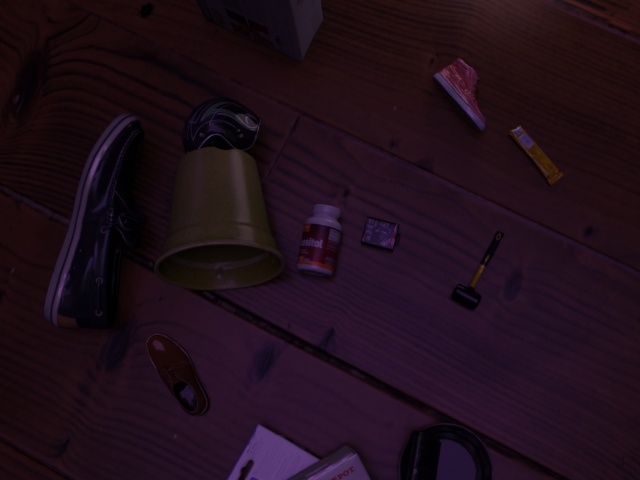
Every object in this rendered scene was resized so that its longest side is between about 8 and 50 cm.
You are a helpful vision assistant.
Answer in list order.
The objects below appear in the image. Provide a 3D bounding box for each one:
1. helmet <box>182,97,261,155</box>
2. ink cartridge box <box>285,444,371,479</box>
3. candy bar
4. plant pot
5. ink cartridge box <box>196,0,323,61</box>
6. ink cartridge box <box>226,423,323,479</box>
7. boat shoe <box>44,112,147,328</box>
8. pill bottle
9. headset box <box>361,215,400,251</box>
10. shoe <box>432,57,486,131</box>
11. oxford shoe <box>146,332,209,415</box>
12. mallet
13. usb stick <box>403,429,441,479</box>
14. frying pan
[{"bbox_3d":[-0.229,-0.242,1.741,0.162,0.169,0.169,18,80,-9],"label":"helmet"},{"bbox_3d":[0.044,0.565,1.562,0.172,0.100,0.237,-28,91,-10],"label":"ink cartridge box"},{"bbox_3d":[0.491,-0.198,1.755,0.040,0.018,0.161,-36,78,-7],"label":"candy bar"},{"bbox_3d":[-0.221,-0.055,1.671,0.276,0.276,0.253,-6,67,3],"label":"plant pot"},{"bbox_3d":[-0.149,-0.568,1.723,0.272,0.309,0.130,24,81,8],"label":"ink cartridge box"},{"bbox_3d":[-0.093,0.530,1.638,0.208,0.045,0.206,30,82,7],"label":"ink cartridge box"},{"bbox_3d":[-0.467,-0.035,1.712,0.156,0.187,0.500,15,85,2],"label":"boat shoe"},{"bbox_3d":[0.000,0.000,1.716,0.086,0.086,0.152,10,79,6],"label":"pill bottle"},{"bbox_3d":[0.139,-0.014,1.736,0.083,0.032,0.062,13,81,6],"label":"headset box"},{"bbox_3d":[0.343,-0.338,1.769,0.081,0.063,0.178,-37,74,2],"label":"shoe"},{"bbox_3d":[-0.318,0.290,1.687,0.076,0.076,0.212,-38,77,-2],"label":"oxford shoe"},{"bbox_3d":[0.350,0.058,1.710,0.062,0.039,0.189,21,76,10],"label":"mallet"},{"bbox_3d":[0.192,0.525,1.543,0.077,0.045,0.278,27,64,-30],"label":"usb stick"},{"bbox_3d":[0.327,0.499,1.613,0.326,0.053,0.197,12,79,5],"label":"frying pan"}]
